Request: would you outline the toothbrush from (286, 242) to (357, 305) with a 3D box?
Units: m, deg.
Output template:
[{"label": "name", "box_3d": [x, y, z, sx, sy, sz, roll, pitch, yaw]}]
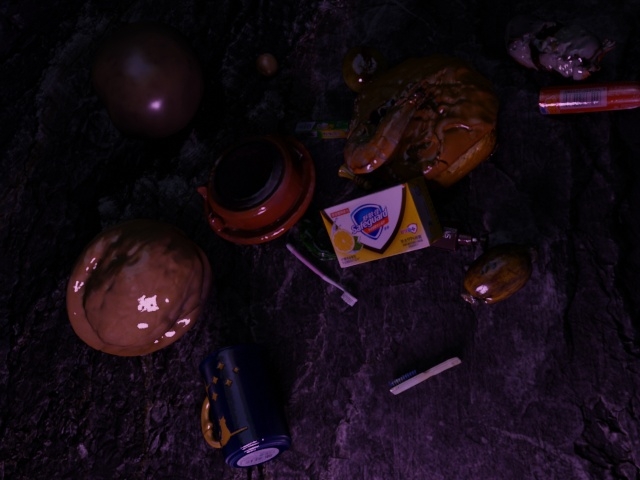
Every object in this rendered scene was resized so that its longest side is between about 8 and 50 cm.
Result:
[{"label": "toothbrush", "box_3d": [-0.003, 0.088, 1.729, 0.286, 0.020, 0.025, 39, 92, 35]}]

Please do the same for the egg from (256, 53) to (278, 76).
[{"label": "egg", "box_3d": [-0.175, -0.581, 2.132, 0.071, 0.071, 0.083, -31, 70, 8]}]

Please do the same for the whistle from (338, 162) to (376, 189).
[{"label": "whistle", "box_3d": [0.110, -0.179, 1.812, 0.109, 0.057, 0.046, 32, 126, 26]}]

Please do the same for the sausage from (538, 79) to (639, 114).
[{"label": "sausage", "box_3d": [0.691, -0.358, 1.598, 0.274, 0.074, 0.074, 0, 65, 26]}]

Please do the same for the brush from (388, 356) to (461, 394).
[{"label": "brush", "box_3d": [0.241, 0.308, 1.490, 0.179, 0.033, 0.030, -29, 42, 9]}]

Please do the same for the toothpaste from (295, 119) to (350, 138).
[{"label": "toothpaste", "box_3d": [0.013, -0.332, 1.927, 0.179, 0.043, 0.037, 2, 69, 26]}]

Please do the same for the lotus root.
[{"label": "lotus root", "box_3d": [0.413, 0.070, 1.478, 0.210, 0.120, 0.120, -38, 55, 6]}]

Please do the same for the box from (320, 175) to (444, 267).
[{"label": "box", "box_3d": [0.149, -0.043, 1.591, 0.265, 0.097, 0.168, -14, 100, 35]}]

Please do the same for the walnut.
[{"label": "walnut", "box_3d": [-0.495, 0.120, 1.776, 0.384, 0.383, 0.383, -11, 60, 20]}]

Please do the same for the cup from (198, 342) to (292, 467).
[{"label": "cup", "box_3d": [-0.190, 0.426, 1.588, 0.179, 0.255, 0.256, -7, 57, -21]}]

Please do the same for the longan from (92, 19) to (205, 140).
[{"label": "longan", "box_3d": [-0.568, -0.530, 2.131, 0.405, 0.336, 0.404, -5, 74, 17]}]

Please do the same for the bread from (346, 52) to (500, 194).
[{"label": "bread", "box_3d": [0.267, -0.304, 1.689, 0.399, 0.215, 0.397, -11, 61, 21]}]

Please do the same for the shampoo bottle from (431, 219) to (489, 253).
[{"label": "shampoo bottle", "box_3d": [0.301, -0.012, 1.605, 0.237, 0.068, 0.067, 8, 26, 30]}]

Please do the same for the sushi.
[{"label": "sushi", "box_3d": [0.605, -0.506, 1.680, 0.332, 0.130, 0.124, 35, 83, 35]}]

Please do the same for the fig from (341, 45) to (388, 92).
[{"label": "fig", "box_3d": [0.128, -0.512, 1.918, 0.136, 0.120, 0.153, -38, 54, -2]}]

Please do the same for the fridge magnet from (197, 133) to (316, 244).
[{"label": "fridge magnet", "box_3d": [-0.185, -0.159, 1.862, 0.364, 0.155, 0.363, -10, 61, 20]}]

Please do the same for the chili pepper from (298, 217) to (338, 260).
[{"label": "chili pepper", "box_3d": [-0.003, 0.006, 1.754, 0.073, 0.050, 0.182, -46, 57, -11]}]

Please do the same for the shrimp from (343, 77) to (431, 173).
[{"label": "shrimp", "box_3d": [0.157, -0.289, 1.586, 0.287, 0.063, 0.152, -52, 41, 4]}]
